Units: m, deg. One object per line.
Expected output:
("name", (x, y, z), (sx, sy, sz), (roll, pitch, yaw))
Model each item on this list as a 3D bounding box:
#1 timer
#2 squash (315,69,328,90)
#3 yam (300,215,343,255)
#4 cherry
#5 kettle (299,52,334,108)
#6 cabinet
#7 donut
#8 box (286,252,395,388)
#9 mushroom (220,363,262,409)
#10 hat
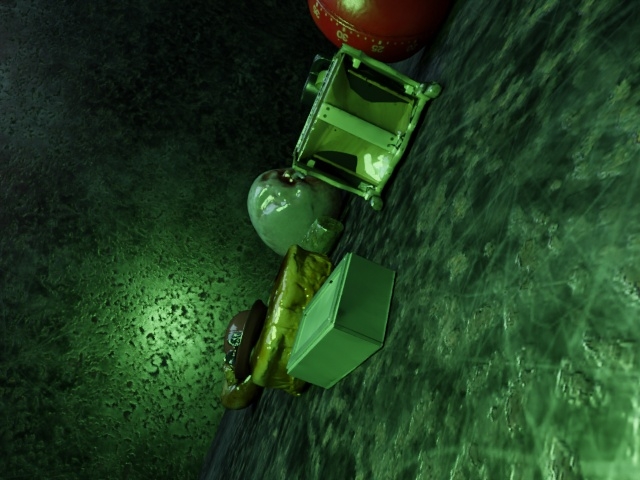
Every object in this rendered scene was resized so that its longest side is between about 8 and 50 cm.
("timer", (0.155, -0.667, 1.140), (0.279, 0.378, 0.378), (114, 177, -68))
("squash", (0.105, -0.417, 1.257), (0.252, 0.252, 0.049), (-112, 43, -81))
("yam", (0.000, 0.000, 1.346), (0.107, 0.107, 0.183), (-74, 11, -46))
("cherry", (-0.095, -0.099, 1.487), (0.291, 0.326, 0.335), (47, 119, 51))
("kettle", (0.084, -0.611, 1.829), (0.262, 0.308, 0.203), (-154, 86, -84))
("cabinet", (0.088, -0.267, 1.011), (0.318, 0.227, 0.290), (-96, 30, -72))
("donut", (-0.051, 0.180, 0.970), (0.330, 0.160, 0.330), (16, -90, -87))
("box", (0.027, 0.138, 0.705), (0.225, 0.086, 0.129), (122, 169, -51))
("mushroom", (-0.278, 0.493, 1.643), (0.278, 0.163, 0.297), (97, -164, -83))
("hat", (-0.186, 0.238, 1.066), (0.205, 0.089, 0.205), (13, -90, -82))
